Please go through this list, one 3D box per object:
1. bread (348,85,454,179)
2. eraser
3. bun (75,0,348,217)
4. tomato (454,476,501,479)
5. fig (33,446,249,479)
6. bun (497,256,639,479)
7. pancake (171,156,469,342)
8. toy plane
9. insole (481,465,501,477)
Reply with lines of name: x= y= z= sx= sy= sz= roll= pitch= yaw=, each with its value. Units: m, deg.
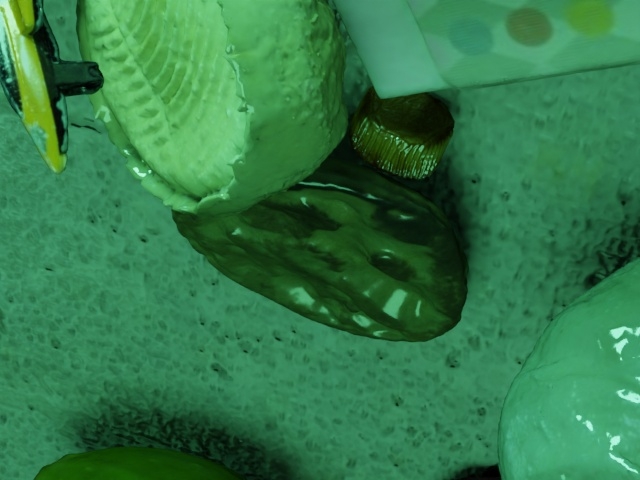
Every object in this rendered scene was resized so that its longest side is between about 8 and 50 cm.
bread: x=0.064 y=-0.084 z=1.298 sx=0.085 sy=0.085 sz=0.053 roll=23 pitch=131 yaw=2
eraser: x=0.199 y=-0.195 z=1.117 sx=0.397 sy=0.082 sz=0.213 roll=-7 pitch=129 yaw=31
bun: x=-0.069 y=-0.144 z=1.217 sx=0.259 sy=0.152 sz=0.259 roll=30 pitch=131 yaw=43
tomato: x=0.251 y=0.380 z=1.622 sx=0.335 sy=0.176 sz=0.290 roll=-4 pitch=136 yaw=27
fig: x=-0.191 y=0.352 z=1.736 sx=0.316 sy=0.316 sz=0.316 roll=13 pitch=138 yaw=13
bun: x=0.320 y=0.158 z=1.235 sx=0.362 sy=0.362 sz=0.211 roll=17 pitch=157 yaw=9
pancake: x=0.000 y=0.000 z=1.402 sx=0.294 sy=0.049 sz=0.294 roll=17 pitch=156 yaw=8
toy plane: x=-0.222 y=-0.203 z=1.198 sx=0.204 sy=0.103 sz=0.316 roll=-30 pitch=82 yaw=52
insole: x=0.231 y=0.218 z=1.589 sx=0.064 sy=0.004 sz=0.188 roll=40 pitch=137 yaw=-18
